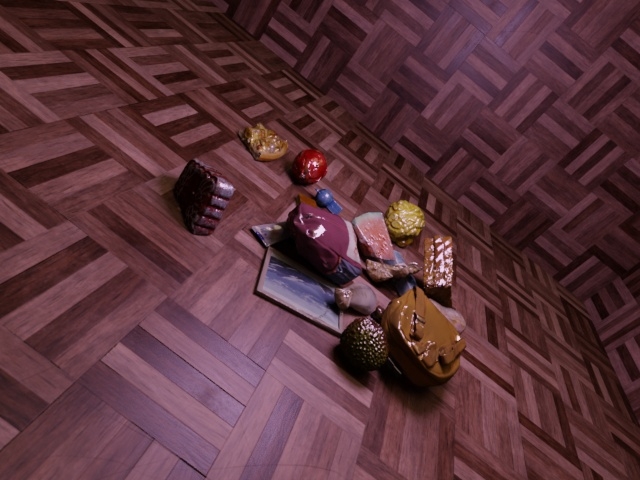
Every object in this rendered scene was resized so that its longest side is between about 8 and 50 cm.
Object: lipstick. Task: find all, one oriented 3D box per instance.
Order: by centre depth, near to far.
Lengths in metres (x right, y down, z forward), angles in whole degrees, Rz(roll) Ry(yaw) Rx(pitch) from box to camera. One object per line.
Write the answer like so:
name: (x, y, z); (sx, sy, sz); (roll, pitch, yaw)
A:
lipstick: (0.365, 0.165, 1.999); (0.077, 0.076, 0.289); (17, 36, -32)

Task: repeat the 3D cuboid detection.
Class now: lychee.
lychee: (0.141, 0.338, 1.435); (0.171, 0.171, 0.171); (29, 31, -19)

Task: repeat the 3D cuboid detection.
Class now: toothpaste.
toothpaste: (-0.126, -0.043, 1.744); (0.323, 0.066, 0.100); (-16, 62, -51)

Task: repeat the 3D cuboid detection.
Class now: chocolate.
chocolate: (0.486, 0.324, 1.866); (0.309, 0.134, 0.134); (25, 33, -25)

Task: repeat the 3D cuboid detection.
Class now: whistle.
whistle: (0.031, -0.188, 2.095); (0.158, 0.090, 0.090); (45, 30, 8)

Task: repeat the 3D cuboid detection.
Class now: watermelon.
watermelon: (0.238, 0.006, 2.014); (0.193, 0.139, 0.256); (-12, 60, -31)

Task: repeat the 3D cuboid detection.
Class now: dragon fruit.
dragon fruit: (-0.050, -0.352, 2.143); (0.172, 0.172, 0.209); (34, 21, -10)

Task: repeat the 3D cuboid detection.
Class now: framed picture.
framed picture: (-0.060, 0.174, 1.558); (0.335, 0.022, 0.247); (31, 31, -16)

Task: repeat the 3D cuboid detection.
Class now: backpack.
backpack: (0.344, 0.347, 1.599); (0.353, 0.201, 0.378); (48, 28, 13)
backpack: (0.000, 0.000, 1.677); (0.317, 0.197, 0.283); (30, 31, -37)

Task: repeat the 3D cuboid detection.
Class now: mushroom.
mushroom: (0.131, 0.204, 1.641); (0.225, 0.093, 0.116); (30, 40, -55)

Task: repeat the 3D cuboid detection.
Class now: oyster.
oyster: (0.306, 0.132, 1.900); (0.233, 0.161, 0.107); (3, 79, -4)

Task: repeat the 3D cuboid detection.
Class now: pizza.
pizza: (-0.270, -0.484, 2.163); (0.223, 0.089, 0.323); (43, 29, -1)

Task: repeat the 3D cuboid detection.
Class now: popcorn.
popcorn: (0.426, -0.088, 2.317); (0.206, 0.251, 0.236); (17, 66, 5)

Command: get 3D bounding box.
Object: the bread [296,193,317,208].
bread: (-0.061, -0.158, 1.998); (0.094, 0.035, 0.090); (22, 34, -30)

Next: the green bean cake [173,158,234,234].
green bean cake: (-0.406, -0.155, 1.509); (0.097, 0.198, 0.233); (17, 20, -49)

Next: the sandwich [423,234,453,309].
sandwich: (0.520, 0.165, 1.985); (0.325, 0.131, 0.262); (67, 26, -53)
